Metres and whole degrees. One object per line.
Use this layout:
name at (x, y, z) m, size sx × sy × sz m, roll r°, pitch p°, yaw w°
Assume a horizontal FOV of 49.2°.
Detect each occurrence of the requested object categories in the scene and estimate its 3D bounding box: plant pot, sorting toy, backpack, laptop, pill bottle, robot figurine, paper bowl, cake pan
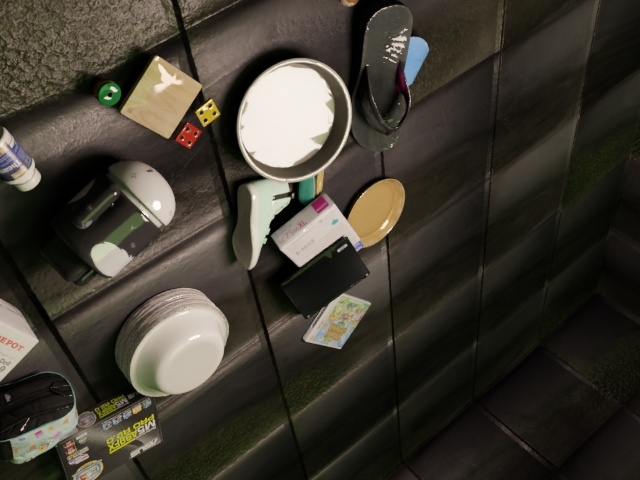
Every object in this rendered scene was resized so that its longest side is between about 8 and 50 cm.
plant pot at (0.159, -0.087, 2.112) m, size 0.236 × 0.032 × 0.236 m, roll -27°, pitch 137°, yaw -28°
sorting toy at (-0.323, -0.291, 1.414) m, size 0.132 × 0.046 × 0.274 m, roll -56°, pitch 143°, yaw 6°
backpack at (-0.638, 0.388, 1.556) m, size 0.188 × 0.166 × 0.144 m, roll -25°, pitch 138°, yaw -27°
laptop at (0.014, 0.111, 2.056) m, size 0.234 × 0.136 × 0.264 m, roll -35°, pitch 180°, yaw -2°
pill bottle at (-0.563, -0.144, 1.266) m, size 0.067 × 0.067 × 0.120 m, roll -42°, pitch 143°, yaw -12°
robot figurine at (-0.427, -0.039, 1.418) m, size 0.278 × 0.209 × 0.173 m, roll -45°, pitch 121°, yaw -8°
paper bowl at (-0.361, 0.274, 1.772) m, size 0.284 × 0.148 × 0.284 m, roll -29°, pitch 139°, yaw -29°
cake pan at (-0.066, -0.281, 1.630) m, size 0.293 × 0.054 × 0.293 m, roll -12°, pitch 119°, yaw -24°

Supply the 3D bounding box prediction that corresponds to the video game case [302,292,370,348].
video game case at (0.057, 0.264, 2.307) m, size 0.212 × 0.023 × 0.193 m, roll 23°, pitch 103°, yaw -53°

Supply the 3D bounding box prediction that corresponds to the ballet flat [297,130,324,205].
ballet flat at (-0.023, -0.199, 1.806) m, size 0.073 × 0.080 × 0.232 m, roll -54°, pitch 158°, yaw -48°

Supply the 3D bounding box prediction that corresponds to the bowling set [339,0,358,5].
bowling set at (0.133, -0.589, 1.536) m, size 0.287 × 0.154 × 0.199 m, roll 3°, pitch 124°, yaw -36°

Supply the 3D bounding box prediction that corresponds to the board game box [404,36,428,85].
board game box at (0.208, -0.467, 1.836) m, size 0.133 × 0.033 × 0.168 m, roll -8°, pitch 139°, yaw -38°

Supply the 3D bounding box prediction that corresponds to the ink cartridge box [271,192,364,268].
ink cartridge box at (0.000, 0.000, 1.942) m, size 0.186 × 0.065 × 0.311 m, roll -39°, pitch 151°, yaw 2°

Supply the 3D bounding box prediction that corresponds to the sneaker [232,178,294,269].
sneaker at (-0.138, -0.045, 1.781) m, size 0.151 × 0.094 × 0.255 m, roll -22°, pitch 136°, yaw -38°

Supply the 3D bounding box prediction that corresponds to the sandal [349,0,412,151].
sandal at (0.159, -0.381, 1.770) m, size 0.168 × 0.107 × 0.445 m, roll -20°, pitch 141°, yaw -14°

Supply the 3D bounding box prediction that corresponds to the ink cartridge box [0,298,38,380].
ink cartridge box at (-0.737, 0.230, 1.354) m, size 0.289 × 0.121 × 0.211 m, roll -48°, pitch 144°, yaw -6°

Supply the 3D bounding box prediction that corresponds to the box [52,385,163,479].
box at (-0.557, 0.515, 1.838) m, size 0.270 × 0.060 × 0.216 m, roll -25°, pitch 136°, yaw -31°
